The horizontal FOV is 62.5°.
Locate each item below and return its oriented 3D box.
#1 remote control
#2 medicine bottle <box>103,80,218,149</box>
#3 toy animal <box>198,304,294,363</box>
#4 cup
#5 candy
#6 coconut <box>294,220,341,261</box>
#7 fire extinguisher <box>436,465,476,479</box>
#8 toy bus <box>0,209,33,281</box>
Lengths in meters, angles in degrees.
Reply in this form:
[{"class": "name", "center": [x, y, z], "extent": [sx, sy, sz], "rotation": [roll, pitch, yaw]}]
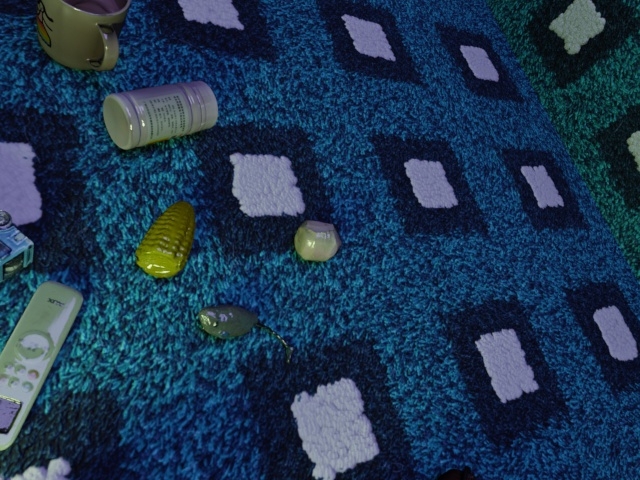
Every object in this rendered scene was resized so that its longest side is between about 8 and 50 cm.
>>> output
[{"class": "remote control", "center": [-0.527, 0.215, 0.947], "extent": [0.090, 0.038, 0.310], "rotation": [26, 52, -18]}, {"class": "medicine bottle", "center": [-0.388, -0.314, 1.295], "extent": [0.249, 0.133, 0.133], "rotation": [-28, 81, -41]}, {"class": "toy animal", "center": [-0.164, 0.199, 1.192], "extent": [0.252, 0.070, 0.079], "rotation": [27, 85, -33]}, {"class": "cup", "center": [-0.556, -0.508, 1.253], "extent": [0.191, 0.200, 0.253], "rotation": [-24, 77, -41]}, {"class": "candy", "center": [-0.332, -0.016, 1.183], "extent": [0.106, 0.094, 0.199], "rotation": [24, 47, -13]}, {"class": "coconut", "center": [0.000, 0.000, 1.379], "extent": [0.124, 0.110, 0.110], "rotation": [2, 62, -28]}, {"class": "fire extinguisher", "center": [0.266, 0.626, 1.197], "extent": [0.341, 0.105, 0.142], "rotation": [-16, 113, -40]}, {"class": "toy bus", "center": [-0.680, -0.043, 0.959], "extent": [0.297, 0.106, 0.131], "rotation": [42, 50, -3]}]
